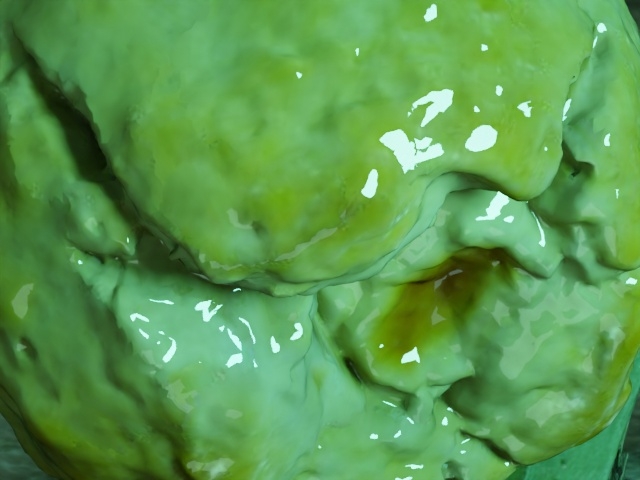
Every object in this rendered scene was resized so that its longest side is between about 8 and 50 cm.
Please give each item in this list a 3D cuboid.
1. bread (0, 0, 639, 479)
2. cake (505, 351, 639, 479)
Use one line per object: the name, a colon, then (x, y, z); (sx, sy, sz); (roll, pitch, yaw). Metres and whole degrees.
bread: (0.000, 0.000, 0.591); (0.244, 0.134, 0.244); (-13, 133, -14)
cake: (0.025, 0.089, 0.869); (0.158, 0.172, 0.284); (4, 123, -20)
